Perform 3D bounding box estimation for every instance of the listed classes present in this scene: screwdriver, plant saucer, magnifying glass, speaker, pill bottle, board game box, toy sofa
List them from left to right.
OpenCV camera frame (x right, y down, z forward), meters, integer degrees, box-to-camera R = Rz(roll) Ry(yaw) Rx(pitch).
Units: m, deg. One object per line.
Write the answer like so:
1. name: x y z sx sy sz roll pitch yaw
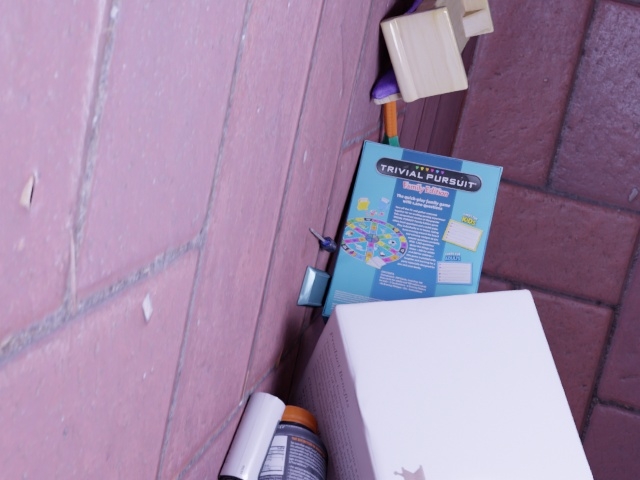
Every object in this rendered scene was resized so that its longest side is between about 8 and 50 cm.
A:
1. speaker: -0.097 0.286 1.585 0.055 0.055 0.136 89 18 -56
2. pill bottle: -0.056 0.362 1.635 0.245 0.131 0.130 -83 179 -48
3. plant saucer: -0.007 0.082 1.880 0.192 0.018 0.067 28 78 -81
4. screwdriver: 0.000 0.000 1.808 0.025 0.024 0.170 -47 164 6
5. magnifying glass: 0.136 -0.188 2.152 0.231 0.026 0.092 86 -19 -44
6. board game box: 0.166 0.011 1.973 0.079 0.254 0.336 80 23 -72
7. toy sofa: 0.194 -0.384 2.016 0.362 0.177 0.150 -58 136 -57

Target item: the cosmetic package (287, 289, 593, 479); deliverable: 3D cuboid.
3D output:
1. cosmetic package: 0.161 0.319 1.748 0.393 0.328 0.329 113 -31 -56
